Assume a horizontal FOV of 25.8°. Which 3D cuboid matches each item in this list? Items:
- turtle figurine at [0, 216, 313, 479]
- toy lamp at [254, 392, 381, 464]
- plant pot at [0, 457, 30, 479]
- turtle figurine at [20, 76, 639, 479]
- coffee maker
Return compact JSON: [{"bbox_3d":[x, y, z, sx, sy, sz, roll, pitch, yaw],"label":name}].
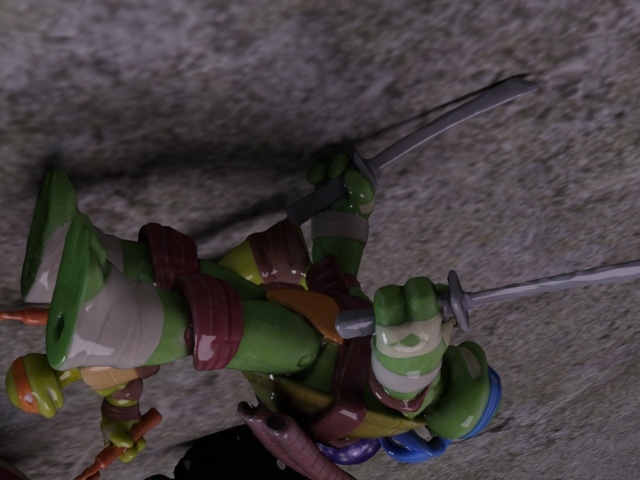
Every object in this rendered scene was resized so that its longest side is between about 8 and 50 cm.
[{"bbox_3d":[-0.106,0.063,0.873,0.217,0.087,0.269,-23,151,-8],"label":"turtle figurine"},{"bbox_3d":[0.000,0.130,1.135,0.080,0.080,0.274,-20,158,5],"label":"toy lamp"},{"bbox_3d":[-0.306,0.274,1.118,0.180,0.201,0.201,-39,155,8],"label":"plant pot"},{"bbox_3d":[0.000,0.000,0.713,0.266,0.197,0.274,11,137,-24],"label":"turtle figurine"},{"bbox_3d":[-0.078,0.248,1.346,0.171,0.120,0.178,5,159,6],"label":"coffee maker"}]
